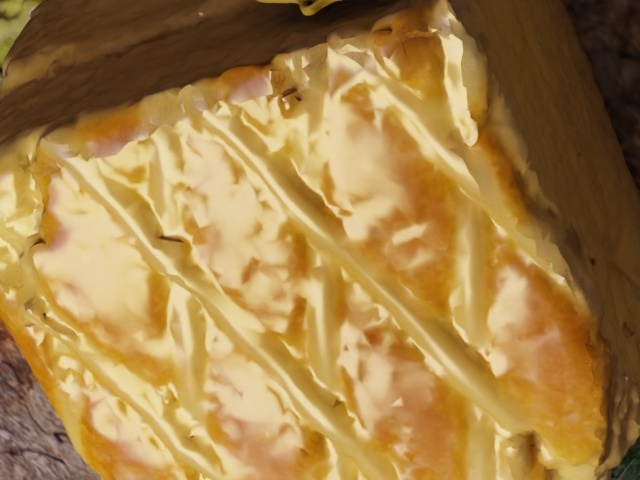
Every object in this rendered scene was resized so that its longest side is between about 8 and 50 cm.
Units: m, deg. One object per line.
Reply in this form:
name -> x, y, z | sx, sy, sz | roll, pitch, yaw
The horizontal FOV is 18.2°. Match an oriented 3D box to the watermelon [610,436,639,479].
watermelon -> 0.150, 0.204, 1.422 | 0.322, 0.188, 0.175 | -26, 116, 37

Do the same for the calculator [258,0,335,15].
calculator -> 0.041, -0.220, 1.153 | 0.157, 0.236, 0.033 | 3, 143, 40

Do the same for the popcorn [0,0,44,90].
popcorn -> -0.169, -0.121, 1.475 | 0.212, 0.198, 0.198 | 26, 140, 42

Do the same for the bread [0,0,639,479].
bread -> 0.000, 0.000, 1.273 | 0.371, 0.279, 0.390 | -15, 113, 18
